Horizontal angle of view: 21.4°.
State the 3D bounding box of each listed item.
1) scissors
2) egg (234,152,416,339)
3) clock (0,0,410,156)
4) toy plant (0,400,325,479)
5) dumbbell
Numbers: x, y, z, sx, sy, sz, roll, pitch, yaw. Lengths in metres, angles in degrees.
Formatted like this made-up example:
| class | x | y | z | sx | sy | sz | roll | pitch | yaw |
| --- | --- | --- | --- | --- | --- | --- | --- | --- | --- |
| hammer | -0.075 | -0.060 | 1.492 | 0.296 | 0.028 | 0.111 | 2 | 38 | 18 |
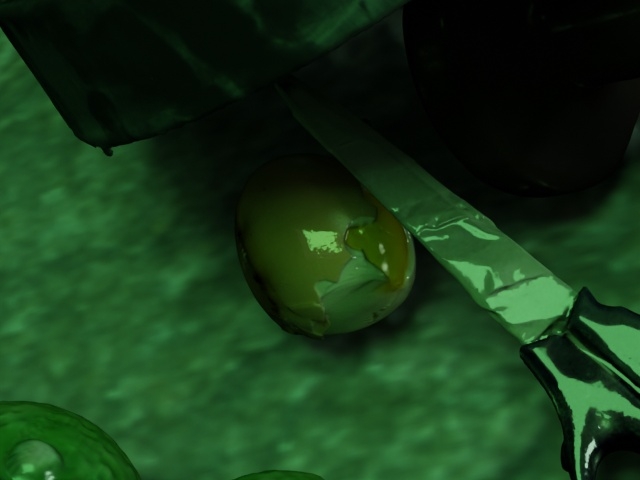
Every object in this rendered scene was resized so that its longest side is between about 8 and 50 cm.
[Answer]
| class | x | y | z | sx | sy | sz | roll | pitch | yaw |
| --- | --- | --- | --- | --- | --- | --- | --- | --- | --- |
| scissors | 0.078 | 0.024 | 0.642 | 0.109 | 0.022 | 0.300 | -42 | 63 | -10 |
| egg | 0.000 | 0.000 | 0.711 | 0.071 | 0.071 | 0.083 | -29 | 68 | 3 |
| clock | 0.022 | -0.188 | 0.727 | 0.386 | 0.076 | 0.386 | -34 | 19 | 13 |
| toy plant | -0.091 | 0.148 | 0.595 | 0.218 | 0.175 | 0.235 | 4 | 29 | 20 |
| dumbbell | 0.150 | -0.096 | 0.636 | 0.225 | 0.124 | 0.140 | -8 | 49 | 46 |
